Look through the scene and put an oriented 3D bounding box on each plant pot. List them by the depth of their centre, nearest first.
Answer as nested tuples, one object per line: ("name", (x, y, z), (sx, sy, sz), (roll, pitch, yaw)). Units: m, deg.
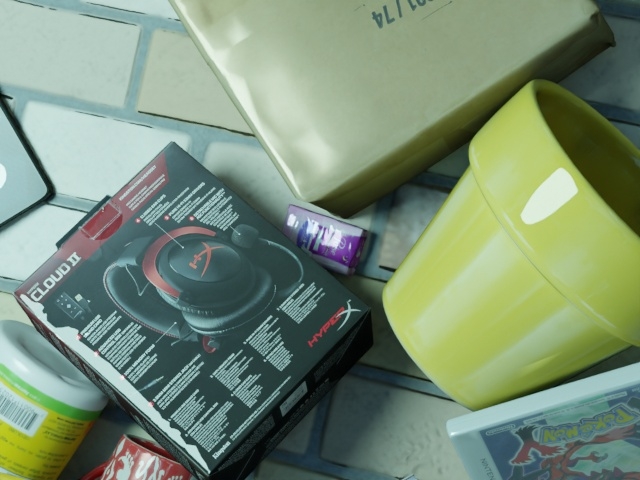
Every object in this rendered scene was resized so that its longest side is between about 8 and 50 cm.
("plant pot", (0.192, 0.024, 1.429), (0.239, 0.254, 0.254), (-43, 79, 22))

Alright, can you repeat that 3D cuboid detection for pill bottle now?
("pill bottle", (-0.327, 0.213, 1.567), (0.136, 0.136, 0.245), (36, 97, 11))

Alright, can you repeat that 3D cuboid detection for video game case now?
("video game case", (0.235, 0.194, 1.444), (0.201, 0.183, 0.023), (-18, 44, 10))

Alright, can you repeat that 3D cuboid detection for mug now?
("mug", (-0.202, 0.277, 1.554), (0.150, 0.113, 0.169), (24, 88, 10))

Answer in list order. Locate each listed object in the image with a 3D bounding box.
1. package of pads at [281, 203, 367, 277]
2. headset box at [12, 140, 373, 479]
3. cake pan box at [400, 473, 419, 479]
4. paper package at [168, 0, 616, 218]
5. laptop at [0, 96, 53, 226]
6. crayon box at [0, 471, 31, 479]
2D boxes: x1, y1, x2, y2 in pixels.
("package of pads", (0.000, 0.000, 1.567), (0.083, 0.032, 0.050), (20, 93, 12))
("headset box", (-0.128, 0.065, 1.507), (0.293, 0.110, 0.218), (39, 74, 17))
("cake pan box", (0.039, 0.383, 1.489), (0.267, 0.070, 0.246), (-29, 84, -6))
("paper package", (0.056, -0.227, 1.500), (0.325, 0.168, 0.309), (-34, 79, 9))
("laptop", (-0.551, -0.113, 1.556), (0.408, 0.236, 0.382), (-31, 85, 2))
("crayon box", (-0.249, 0.388, 1.436), (0.202, 0.081, 0.318), (16, 76, 4))
